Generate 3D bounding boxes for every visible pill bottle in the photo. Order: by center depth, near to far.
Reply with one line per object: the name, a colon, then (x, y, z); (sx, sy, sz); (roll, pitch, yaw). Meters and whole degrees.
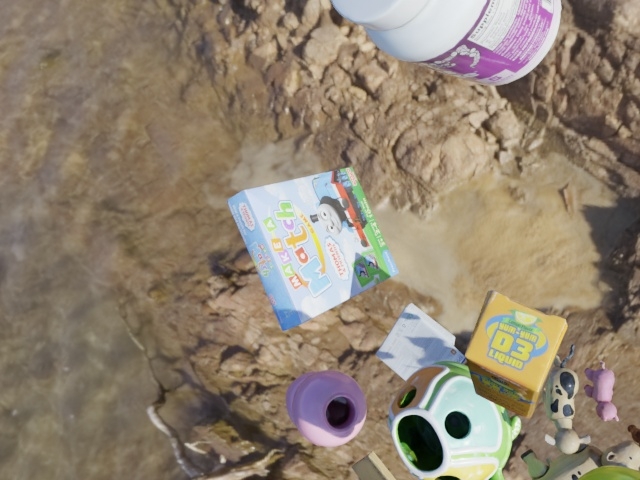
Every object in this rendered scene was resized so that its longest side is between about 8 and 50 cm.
pill bottle: (0.151, -0.289, 0.710); (0.169, 0.302, 0.169); (2, 94, 43)

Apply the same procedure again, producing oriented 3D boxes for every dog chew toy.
dog chew toy: (-0.004, 0.467, 1.711); (0.207, 0.332, 0.206); (2, 84, -20)

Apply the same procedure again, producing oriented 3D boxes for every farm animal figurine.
farm animal figurine: (0.526, 0.420, 1.175); (0.330, 0.172, 0.326); (33, 102, -5)

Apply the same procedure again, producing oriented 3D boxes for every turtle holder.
turtle holder: (0.265, 0.424, 1.246); (0.244, 0.227, 0.320); (-6, 88, 38)

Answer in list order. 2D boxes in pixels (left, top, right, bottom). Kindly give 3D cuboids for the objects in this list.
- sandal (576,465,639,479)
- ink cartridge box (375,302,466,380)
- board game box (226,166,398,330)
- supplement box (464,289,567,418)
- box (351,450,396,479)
sandal: (0.190, 0.275, 0.412); (0.138, 0.317, 0.126); (8, 41, -22)
ink cartridge box: (0.297, 0.330, 1.740); (0.224, 0.223, 0.045); (40, 37, 20)
board game box: (0.000, 0.000, 0.728); (0.039, 0.212, 0.160); (-26, 87, 40)
supplement box: (0.208, 0.131, 0.643); (0.078, 0.233, 0.080); (23, 74, 25)
box: (0.172, 0.658, 1.565); (0.021, 0.164, 0.201); (-33, 73, -29)
